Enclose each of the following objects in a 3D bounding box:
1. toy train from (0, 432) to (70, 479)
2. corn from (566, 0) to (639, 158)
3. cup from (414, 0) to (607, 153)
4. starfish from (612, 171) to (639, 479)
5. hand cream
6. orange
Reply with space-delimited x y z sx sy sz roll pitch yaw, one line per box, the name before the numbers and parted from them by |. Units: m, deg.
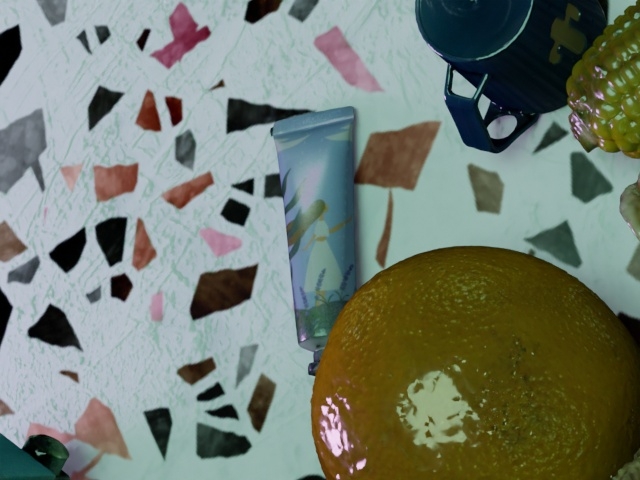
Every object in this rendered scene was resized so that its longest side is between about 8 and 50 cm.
toy train | -0.353 0.317 1.556 0.120 0.194 0.298 31 97 27
corn | 0.350 -0.197 1.314 0.363 0.120 0.120 -39 67 13
cup | 0.154 -0.167 1.387 0.131 0.155 0.176 16 88 29
starfish | 0.274 0.174 1.205 0.082 0.324 0.432 6 81 43
hand cream | 0.000 0.000 1.507 0.088 0.055 0.256 -12 70 26
orange | 0.128 0.135 1.294 0.274 0.274 0.274 -5 80 27
